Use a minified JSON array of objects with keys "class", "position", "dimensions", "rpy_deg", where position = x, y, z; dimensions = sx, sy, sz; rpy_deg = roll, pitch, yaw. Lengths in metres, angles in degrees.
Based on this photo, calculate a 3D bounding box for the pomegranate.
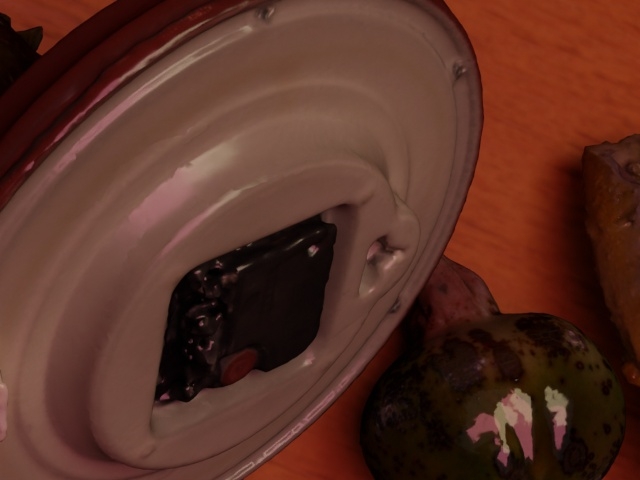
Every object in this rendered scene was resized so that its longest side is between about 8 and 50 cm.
[{"class":"pomegranate","position":[0.083,0.078,1.020],"dimensions":[0.138,0.125,0.163],"rpy_deg":[-21,93,-5]}]

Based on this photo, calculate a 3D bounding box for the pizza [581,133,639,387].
[{"class":"pizza","position":[0.226,0.078,1.073],"dimensions":[0.161,0.086,0.305],"rpy_deg":[-22,81,-50]}]

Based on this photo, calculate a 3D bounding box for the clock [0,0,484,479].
[{"class":"clock","position":[-0.047,0.017,0.869],"dimensions":[0.318,0.318,0.080],"rpy_deg":[-38,56,-16]}]

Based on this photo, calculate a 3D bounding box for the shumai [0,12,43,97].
[{"class":"shumai","position":[-0.237,-0.012,0.877],"dimensions":[0.225,0.222,0.260],"rpy_deg":[35,82,-15]}]
